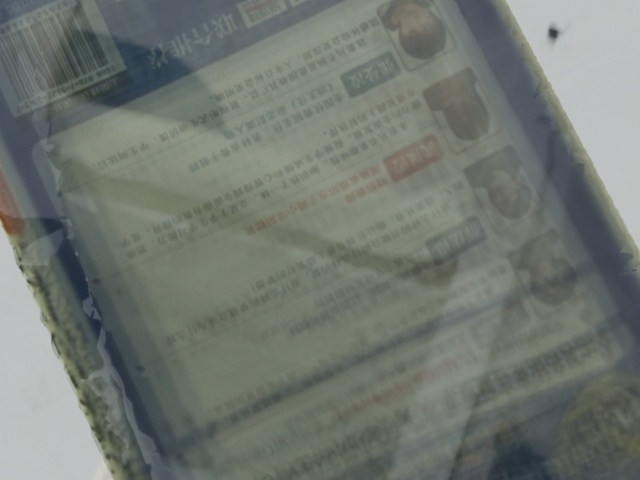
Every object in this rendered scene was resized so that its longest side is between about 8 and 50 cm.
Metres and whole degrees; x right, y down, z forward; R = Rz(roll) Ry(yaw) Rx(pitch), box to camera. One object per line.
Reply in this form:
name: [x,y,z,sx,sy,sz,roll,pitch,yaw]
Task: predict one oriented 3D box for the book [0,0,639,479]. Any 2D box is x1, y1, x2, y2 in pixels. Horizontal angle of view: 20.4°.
book: [0.000,0.000,0.703,0.228,0.018,0.322,-24,-103,-6]
